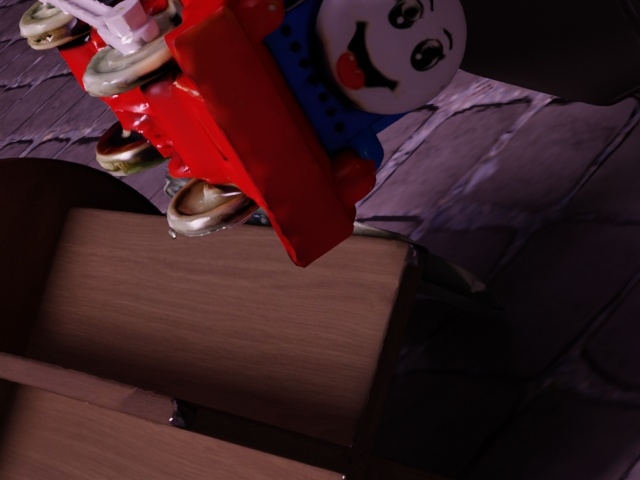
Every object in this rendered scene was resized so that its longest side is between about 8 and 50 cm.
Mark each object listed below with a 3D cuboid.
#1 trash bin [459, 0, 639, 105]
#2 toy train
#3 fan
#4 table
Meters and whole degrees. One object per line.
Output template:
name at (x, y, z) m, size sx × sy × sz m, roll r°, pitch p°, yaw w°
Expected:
trash bin at (0.141, -0.178, 0.783) m, size 0.290 × 0.182 × 0.209 m, roll -33°, pitch 18°, yaw -1°
toy train at (-0.022, -0.073, 0.628) m, size 0.131 × 0.083 × 0.204 m, roll -33°, pitch 24°, yaw -9°
fan at (0.000, 0.000, 0.715) m, size 0.240 × 0.131 × 0.009 m, roll 10°, pitch 78°, yaw 68°
table at (-0.051, 0.058, 0.640) m, size 0.167 × 0.167 × 0.226 m, roll -47°, pitch 27°, yaw -23°
